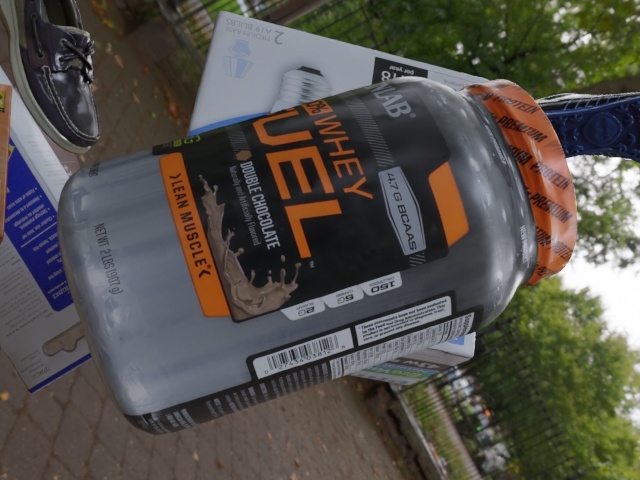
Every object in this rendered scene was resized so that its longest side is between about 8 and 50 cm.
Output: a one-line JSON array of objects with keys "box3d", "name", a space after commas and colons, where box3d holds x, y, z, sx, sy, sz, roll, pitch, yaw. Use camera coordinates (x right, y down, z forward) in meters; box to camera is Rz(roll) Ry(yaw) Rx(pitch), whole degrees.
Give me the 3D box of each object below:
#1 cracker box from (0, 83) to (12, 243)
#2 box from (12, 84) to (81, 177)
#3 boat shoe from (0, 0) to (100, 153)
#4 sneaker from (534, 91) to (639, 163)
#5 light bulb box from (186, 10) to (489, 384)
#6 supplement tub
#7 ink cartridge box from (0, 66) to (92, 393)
[{"box3d": [-0.356, -0.030, 0.640, 0.067, 0.232, 0.155, 9, 63, -35], "name": "cracker box"}, {"box3d": [-0.487, -0.113, 0.957, 0.168, 0.203, 0.167, -40, 115, -77], "name": "box"}, {"box3d": [-0.353, -0.259, 0.893, 0.103, 0.092, 0.285, 1, 68, -69], "name": "boat shoe"}, {"box3d": [0.315, -0.129, 0.730, 0.090, 0.232, 0.081, -59, 146, -57], "name": "sneaker"}, {"box3d": [-0.003, -0.036, 0.837, 0.225, 0.358, 0.361, 122, -22, -67], "name": "light bulb box"}, {"box3d": [0.000, 0.000, 0.510, 0.207, 0.338, 0.207, 162, -90, -83], "name": "supplement tub"}, {"box3d": [-0.373, -0.014, 0.810, 0.371, 0.176, 0.069, 59, 16, 0], "name": "ink cartridge box"}]
